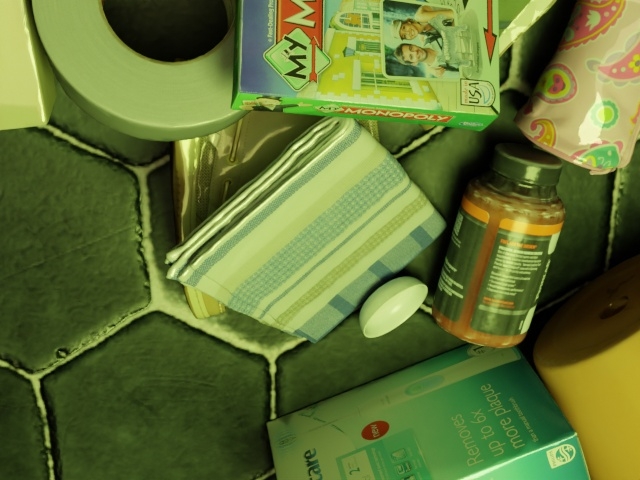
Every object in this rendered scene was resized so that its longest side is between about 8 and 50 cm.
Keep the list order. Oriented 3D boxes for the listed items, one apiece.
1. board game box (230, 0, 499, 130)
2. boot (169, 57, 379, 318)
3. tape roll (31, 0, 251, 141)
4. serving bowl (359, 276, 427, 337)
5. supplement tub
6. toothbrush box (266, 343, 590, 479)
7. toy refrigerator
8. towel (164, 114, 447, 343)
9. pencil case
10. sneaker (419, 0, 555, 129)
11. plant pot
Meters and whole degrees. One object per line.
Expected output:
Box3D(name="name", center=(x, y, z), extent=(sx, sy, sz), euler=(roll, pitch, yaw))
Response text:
Box3D(name="board game box", center=(0.039, -0.255, 0.820), extent=(0.214, 0.046, 0.317), euler=(3, 79, -12))
Box3D(name="boot", center=(-0.041, -0.048, 0.964), extent=(0.204, 0.095, 0.261), euler=(-3, 111, -10))
Box3D(name="tape roll", center=(-0.130, -0.196, 0.842), extent=(0.219, 0.072, 0.219), euler=(1, 84, -11))
Box3D(name="serving bowl", center=(0.073, 0.066, 1.051), extent=(0.083, 0.027, 0.083), euler=(-29, 153, -16))
Box3D(name="supplement tub", center=(0.186, 0.004, 1.016), extent=(0.106, 0.106, 0.197), euler=(8, 112, -13))
Box3D(name="toothbrush box", center=(0.108, 0.242, 1.046), extent=(0.296, 0.216, 0.126), euler=(-22, 115, 1))
Box3D(name="toy refrigerator", center=(-0.294, -0.234, 0.831), extent=(0.094, 0.102, 0.269), euler=(-6, 115, -7))
Box3D(name="towel", center=(0.000, 0.000, 0.941), extent=(0.209, 0.034, 0.285), euler=(-41, 150, 7))
Box3D(name="pencil case", center=(0.297, -0.203, 0.937), extent=(0.124, 0.124, 0.284), euler=(21, 109, -18))
Box3D(name="sneaker", center=(0.136, -0.203, 0.945), extent=(0.086, 0.064, 0.192), euler=(40, 101, -15))
Box3D(name="plant pot", center=(0.359, 0.143, 1.029), extent=(0.291, 0.291, 0.203), euler=(-39, 98, 8))
